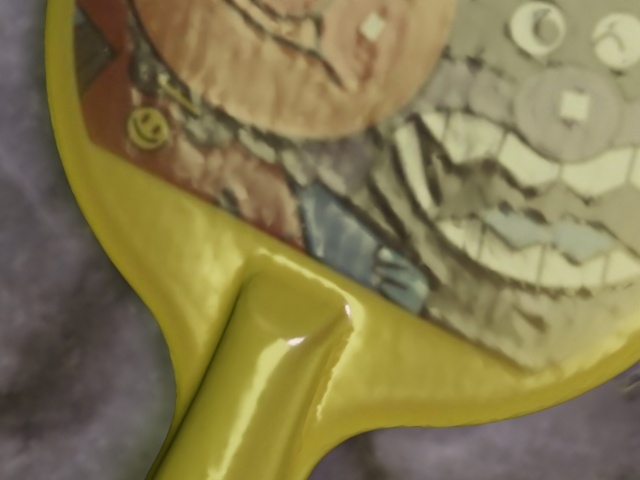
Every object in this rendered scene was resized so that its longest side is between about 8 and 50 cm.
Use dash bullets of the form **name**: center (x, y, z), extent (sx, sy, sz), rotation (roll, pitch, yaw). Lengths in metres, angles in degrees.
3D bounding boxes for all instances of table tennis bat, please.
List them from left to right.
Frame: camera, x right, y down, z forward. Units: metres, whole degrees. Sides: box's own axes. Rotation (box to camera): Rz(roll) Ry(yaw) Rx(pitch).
- **table tennis bat**: center (0.000, 0.000, 0.555), extent (0.224, 0.054, 0.368), rotation (27, 107, 9)
